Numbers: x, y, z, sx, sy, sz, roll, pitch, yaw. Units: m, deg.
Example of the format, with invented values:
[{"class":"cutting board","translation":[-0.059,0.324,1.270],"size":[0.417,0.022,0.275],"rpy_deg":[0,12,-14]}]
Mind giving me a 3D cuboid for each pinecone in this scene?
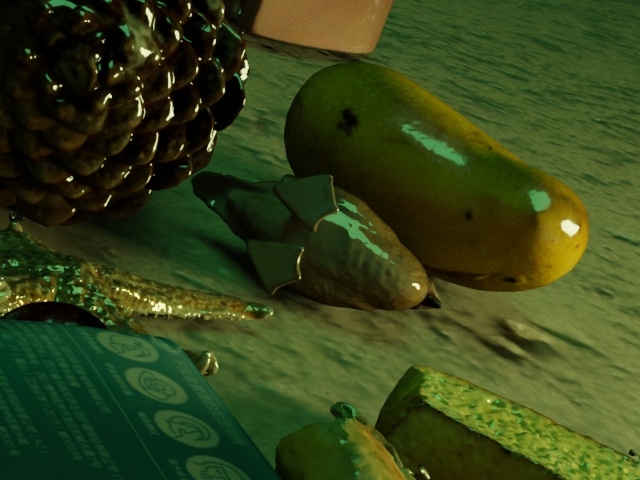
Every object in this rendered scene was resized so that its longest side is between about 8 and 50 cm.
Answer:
[{"class":"pinecone","translation":[-0.176,-0.131,1.289],"size":[0.246,0.246,0.292],"rpy_deg":[19,3,-7]}]

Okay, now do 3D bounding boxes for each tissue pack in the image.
[{"class":"tissue pack","translation":[-0.105,0.143,0.732],"size":[0.192,0.134,0.271],"rpy_deg":[10,22,-31]}]

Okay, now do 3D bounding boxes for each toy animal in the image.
[{"class":"toy animal","translation":[0.000,0.000,1.320],"size":[0.188,0.089,0.179],"rpy_deg":[29,2,29]}]

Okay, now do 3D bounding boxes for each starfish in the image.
[{"class":"starfish","translation":[-0.146,0.037,1.110],"size":[0.295,0.048,0.231],"rpy_deg":[15,9,-26]}]

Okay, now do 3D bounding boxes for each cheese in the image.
[{"class":"cheese","translation":[-0.005,-0.269,1.966],"size":[0.177,0.128,0.203],"rpy_deg":[15,16,-22]}]

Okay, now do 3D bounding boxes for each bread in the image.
[{"class":"bread","translation":[0.116,0.137,1.092],"size":[0.187,0.065,0.103],"rpy_deg":[28,15,14]}]

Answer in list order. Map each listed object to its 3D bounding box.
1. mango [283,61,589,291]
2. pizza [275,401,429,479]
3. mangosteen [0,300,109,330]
[{"class":"mango","translation":[0.083,-0.037,1.406],"size":[0.295,0.120,0.177],"rpy_deg":[38,-1,41]},{"class":"pizza","translation":[0.076,0.202,0.800],"size":[0.289,0.081,0.229],"rpy_deg":[51,7,19]},{"class":"mangosteen","translation":[-0.140,0.073,0.974],"size":[0.081,0.081,0.081],"rpy_deg":[19,19,-7]}]
